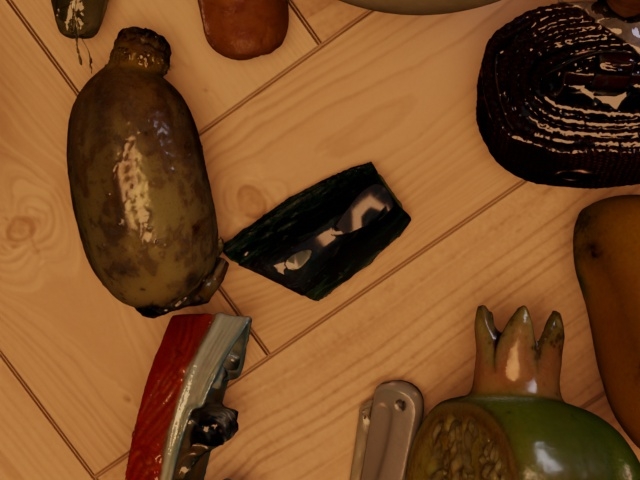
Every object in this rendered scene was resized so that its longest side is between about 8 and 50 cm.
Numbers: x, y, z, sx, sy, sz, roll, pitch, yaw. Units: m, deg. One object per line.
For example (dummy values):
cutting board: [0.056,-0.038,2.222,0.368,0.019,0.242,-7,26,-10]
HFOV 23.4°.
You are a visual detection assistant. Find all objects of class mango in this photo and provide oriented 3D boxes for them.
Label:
mango: [0.381,0.093,1.631,0.211,0.173,0.317,-24,88,-14]

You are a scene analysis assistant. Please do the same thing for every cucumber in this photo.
cucumber: [0.000,0.000,1.686,0.193,0.086,0.115,-35,94,1]

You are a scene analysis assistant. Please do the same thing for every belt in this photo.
belt: [0.308,-0.147,1.610,0.289,0.164,0.184,1,73,4]

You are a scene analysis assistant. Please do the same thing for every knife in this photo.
knife: [0.063,0.285,1.747,0.073,0.040,0.265,12,100,12]

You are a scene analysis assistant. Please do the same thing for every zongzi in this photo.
zongzi: [-0.223,-0.265,1.644,0.131,0.062,0.154,-15,78,-2]

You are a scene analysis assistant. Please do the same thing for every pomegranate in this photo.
pomegranate: [0.233,0.250,1.622,0.216,0.310,0.358,11,80,-16]

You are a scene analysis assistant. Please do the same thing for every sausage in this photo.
sausage: [-0.088,-0.321,1.616,0.109,0.109,0.270,-4,107,3]

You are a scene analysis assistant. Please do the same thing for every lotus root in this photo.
lotus root: [-0.194,-0.070,1.643,0.173,0.173,0.309,-9,95,4]

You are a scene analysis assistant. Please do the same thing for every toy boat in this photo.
toy boat: [-0.129,0.232,1.688,0.133,0.145,0.331,14,104,11]

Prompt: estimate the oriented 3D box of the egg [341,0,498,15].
egg: [0.123,-0.365,1.517,0.336,0.278,0.278,-9,99,3]

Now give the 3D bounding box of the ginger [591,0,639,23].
ginger: [0.328,-0.291,1.525,0.107,0.309,0.133,40,119,4]
